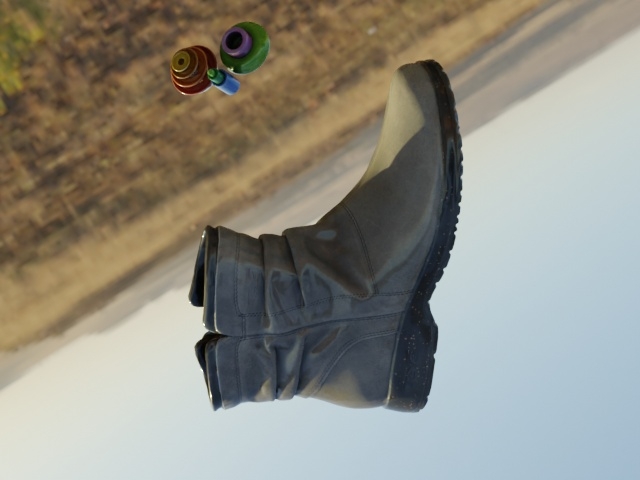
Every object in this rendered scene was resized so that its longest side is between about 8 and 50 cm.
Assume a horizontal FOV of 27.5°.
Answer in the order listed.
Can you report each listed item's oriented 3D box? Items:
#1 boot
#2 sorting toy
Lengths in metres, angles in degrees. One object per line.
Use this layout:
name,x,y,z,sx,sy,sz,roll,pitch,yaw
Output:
boot,0.000,0.000,1.167,0.222,0.338,0.118,4,-171,-9
sorting toy,-0.098,-0.168,1.205,0.102,0.061,0.042,-27,159,17
